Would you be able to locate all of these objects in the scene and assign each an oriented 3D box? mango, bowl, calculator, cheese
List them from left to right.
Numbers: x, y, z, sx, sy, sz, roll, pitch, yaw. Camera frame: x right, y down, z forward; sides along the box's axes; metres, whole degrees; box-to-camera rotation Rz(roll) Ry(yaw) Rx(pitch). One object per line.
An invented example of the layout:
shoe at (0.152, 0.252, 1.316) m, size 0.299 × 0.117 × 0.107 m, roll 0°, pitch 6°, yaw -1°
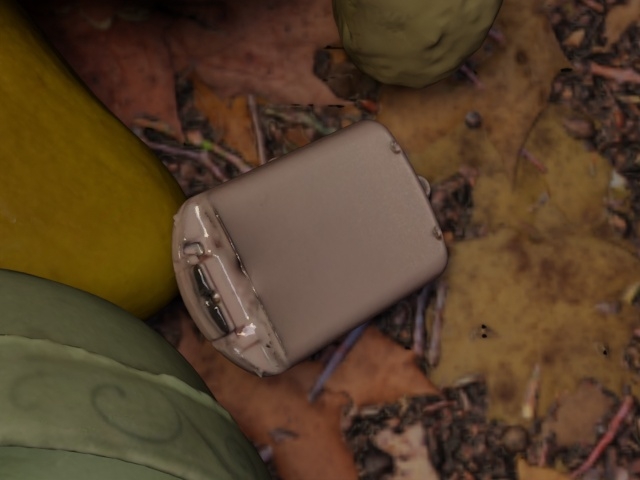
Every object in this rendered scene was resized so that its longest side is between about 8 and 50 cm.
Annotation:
mango at (-0.217, -0.061, 0.596) m, size 0.332 × 0.142 × 0.195 m, roll 47°, pitch 58°, yaw -5°
bowl at (-0.171, 0.123, 0.526) m, size 0.307 × 0.307 × 0.163 m, roll -11°, pitch 48°, yaw -8°
calculator at (0.000, 0.000, 0.644) m, size 0.175 × 0.032 × 0.100 m, roll -28°, pitch 93°, yaw -39°
cheese at (0.059, -0.197, 0.608) m, size 0.093 × 0.263 × 0.159 m, roll 6°, pitch 56°, yaw -3°
